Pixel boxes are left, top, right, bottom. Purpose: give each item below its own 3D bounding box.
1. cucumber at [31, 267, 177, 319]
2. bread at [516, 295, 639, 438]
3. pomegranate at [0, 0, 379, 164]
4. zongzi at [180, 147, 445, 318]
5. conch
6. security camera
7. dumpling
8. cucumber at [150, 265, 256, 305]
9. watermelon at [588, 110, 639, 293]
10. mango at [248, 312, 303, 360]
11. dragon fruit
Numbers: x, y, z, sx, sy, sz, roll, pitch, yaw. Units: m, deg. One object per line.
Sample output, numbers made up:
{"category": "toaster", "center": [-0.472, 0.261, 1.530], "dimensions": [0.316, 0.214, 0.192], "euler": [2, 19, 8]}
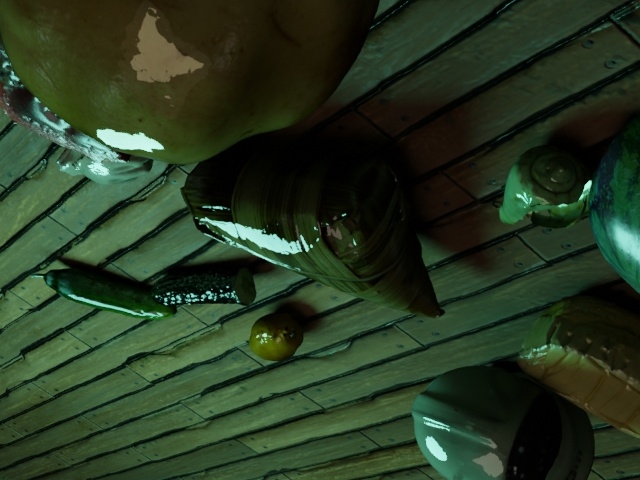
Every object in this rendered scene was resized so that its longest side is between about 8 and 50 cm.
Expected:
{"category": "cucumber", "center": [-0.338, 0.083, 1.937], "dimensions": [0.250, 0.056, 0.056], "euler": [16, 148, 13]}
{"category": "bread", "center": [0.363, 0.150, 1.481], "dimensions": [0.236, 0.106, 0.140], "euler": [28, 150, -4]}
{"category": "pomegranate", "center": [-0.116, -0.231, 1.049], "dimensions": [0.333, 0.332, 0.332], "euler": [18, 148, 12]}
{"category": "zongzi", "center": [0.000, 0.000, 1.509], "dimensions": [0.286, 0.134, 0.288], "euler": [11, 154, 34]}
{"category": "conch", "center": [0.242, -0.045, 1.313], "dimensions": [0.106, 0.079, 0.170], "euler": [31, 165, 2]}
{"category": "security camera", "center": [0.230, 0.247, 1.568], "dimensions": [0.191, 0.197, 0.277], "euler": [21, 173, 30]}
{"category": "dumpling", "center": [-0.242, -0.120, 1.522], "dimensions": [0.127, 0.108, 0.188], "euler": [16, 139, -32]}
{"category": "cucumber", "center": [-0.175, 0.070, 1.794], "dimensions": [0.215, 0.058, 0.052], "euler": [-6, 143, 45]}
{"category": "watermelon", "center": [0.328, -0.022, 1.210], "dimensions": [0.146, 0.128, 0.231], "euler": [27, 124, 10]}
{"category": "mango", "center": [-0.068, 0.141, 1.821], "dimensions": [0.077, 0.063, 0.127], "euler": [25, 155, -10]}
{"category": "dragon fruit", "center": [-0.319, -0.220, 1.383], "dimensions": [0.212, 0.134, 0.262], "euler": [-1, 136, 32]}
